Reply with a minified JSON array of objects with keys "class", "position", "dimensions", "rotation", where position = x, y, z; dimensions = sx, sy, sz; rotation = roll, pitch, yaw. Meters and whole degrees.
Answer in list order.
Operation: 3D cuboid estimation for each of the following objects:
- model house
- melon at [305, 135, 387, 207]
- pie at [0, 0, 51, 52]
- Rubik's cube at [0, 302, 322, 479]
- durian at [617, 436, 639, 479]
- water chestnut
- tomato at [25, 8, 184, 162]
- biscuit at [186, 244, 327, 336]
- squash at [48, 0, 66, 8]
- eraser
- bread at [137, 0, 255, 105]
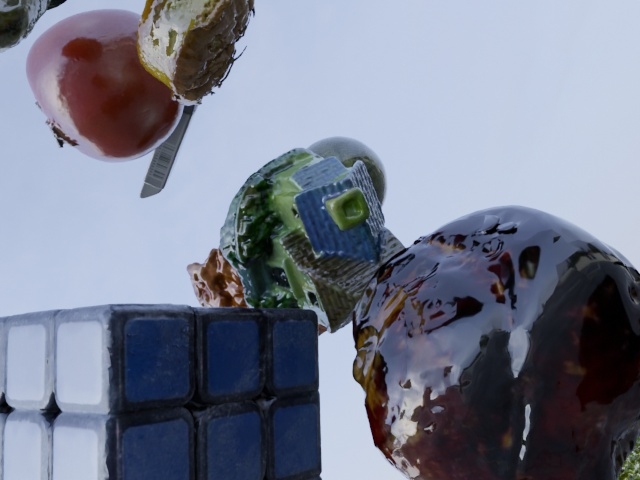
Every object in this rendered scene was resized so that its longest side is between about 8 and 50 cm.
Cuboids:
[{"class":"model house","position":[0.000,0.000,0.873],"dimensions":[0.195,0.189,0.214],"rotation":[-26,-70,-27]},{"class":"melon","position":[0.043,-0.133,1.668],"dimensions":[0.237,0.237,0.301],"rotation":[-45,5,-5]},{"class":"pie","position":[-0.415,-0.291,0.647],"dimensions":[0.339,0.339,0.077],"rotation":[-28,-12,-32]},{"class":"Rubik's cube","position":[-0.201,0.230,0.788],"dimensions":[0.305,0.303,0.301],"rotation":[8,-102,-48]},{"class":"durian","position":[0.485,0.303,1.019],"dimensions":[0.146,0.159,0.198],"rotation":[106,178,-50]},{"class":"water chestnut","position":[0.167,0.106,0.612],"dimensions":[0.289,0.289,0.244],"rotation":[-41,-68,-11]},{"class":"tomato","position":[-0.433,-0.326,1.431],"dimensions":[0.321,0.321,0.321],"rotation":[-34,-31,-24]},{"class":"biscuit","position":[-0.129,0.122,1.570],"dimensions":[0.312,0.318,0.110],"rotation":[-37,-2,27]},{"class":"squash","position":[-0.512,-0.482,1.116],"dimensions":[0.252,0.252,0.165],"rotation":[34,-114,-62]},{"class":"eraser","position":[-0.360,-0.239,1.653],"dimensions":[0.089,0.061,0.352],"rotation":[-81,17,-52]},{"class":"bread","position":[-0.223,-0.362,1.167],"dimensions":[0.261,0.160,0.147],"rotation":[-55,-11,27]}]
